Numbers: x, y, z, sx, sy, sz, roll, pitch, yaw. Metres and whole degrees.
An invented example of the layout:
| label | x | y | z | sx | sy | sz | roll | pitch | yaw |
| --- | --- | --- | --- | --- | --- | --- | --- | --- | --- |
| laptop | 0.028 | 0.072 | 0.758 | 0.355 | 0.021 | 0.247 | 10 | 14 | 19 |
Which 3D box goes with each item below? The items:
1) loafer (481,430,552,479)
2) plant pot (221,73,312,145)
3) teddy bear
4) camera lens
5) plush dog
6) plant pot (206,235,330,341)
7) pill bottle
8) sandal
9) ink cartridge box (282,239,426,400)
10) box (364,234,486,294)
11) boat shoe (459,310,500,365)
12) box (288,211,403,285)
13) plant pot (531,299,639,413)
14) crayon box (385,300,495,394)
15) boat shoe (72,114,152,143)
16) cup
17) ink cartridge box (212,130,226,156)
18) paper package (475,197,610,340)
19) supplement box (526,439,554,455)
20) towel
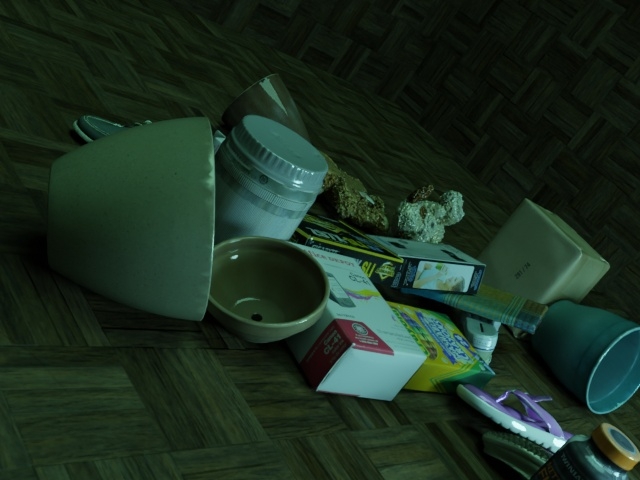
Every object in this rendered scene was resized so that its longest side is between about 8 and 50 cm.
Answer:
| label | x | y | z | sx | sy | sz | roll | pitch | yaw |
| --- | --- | --- | --- | --- | --- | --- | --- | --- | --- |
| loafer | 0.438 | 0.470 | 1.544 | 0.268 | 0.092 | 0.102 | 25 | 5 | 21 |
| plant pot | -0.135 | -0.327 | 2.271 | 0.230 | 0.215 | 0.215 | 52 | 22 | 2 |
| teddy bear | 0.072 | -0.121 | 2.274 | 0.338 | 0.113 | 0.245 | 29 | 27 | -39 |
| camera lens | -0.138 | -0.088 | 1.582 | 0.219 | 0.274 | 0.219 | 28 | 23 | -13 |
| plush dog | 0.289 | -0.047 | 2.306 | 0.211 | 0.262 | 0.225 | 10 | -10 | 33 |
| plant pot | -0.109 | 0.106 | 1.397 | 0.237 | 0.109 | 0.237 | 10 | 37 | -8 |
| pill bottle | 0.465 | 0.445 | 1.413 | 0.130 | 0.245 | 0.130 | 31 | 20 | -13 |
| sandal | 0.475 | 0.385 | 1.703 | 0.416 | 0.102 | 0.169 | 29 | -3 | -18 |
| ink cartridge box | 0.032 | 0.156 | 1.533 | 0.226 | 0.131 | 0.306 | 15 | 30 | -43 |
| box | 0.261 | 0.063 | 2.013 | 0.290 | 0.087 | 0.169 | 7 | 15 | -30 |
| boat shoe | 0.397 | 0.239 | 1.979 | 0.109 | 0.094 | 0.302 | 15 | 13 | 11 |
| box | 0.000 | 0.000 | 1.815 | 0.322 | 0.079 | 0.257 | 15 | 15 | -44 |
| plant pot | 0.749 | 0.301 | 2.186 | 0.272 | 0.271 | 0.255 | 18 | 13 | -40 |
| crayon box | 0.218 | 0.237 | 1.716 | 0.323 | 0.083 | 0.203 | 15 | 29 | -43 |
| boat shoe | -0.396 | -0.231 | 1.750 | 0.319 | 0.099 | 0.116 | 18 | 27 | -39 |
| cup | -0.305 | -0.037 | 1.237 | 0.237 | 0.331 | 0.331 | 1 | 31 | -14 |
| ink cartridge box | -0.230 | -0.177 | 1.887 | 0.181 | 0.104 | 0.061 | 41 | 21 | 17 |
| paper package | 0.652 | 0.092 | 2.375 | 0.168 | 0.325 | 0.309 | 19 | 25 | -38 |
| supplement box | 0.462 | 0.469 | 1.647 | 0.083 | 0.043 | 0.055 | 29 | 20 | -15 |
| towel | 0.408 | 0.154 | 2.072 | 0.370 | 0.040 | 0.271 | 19 | 14 | 20 |
